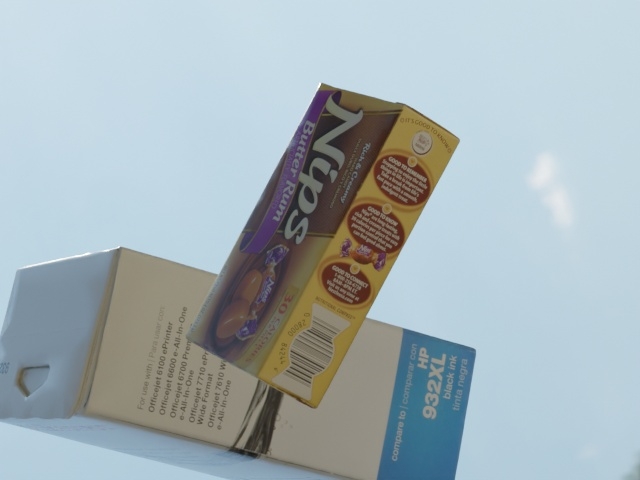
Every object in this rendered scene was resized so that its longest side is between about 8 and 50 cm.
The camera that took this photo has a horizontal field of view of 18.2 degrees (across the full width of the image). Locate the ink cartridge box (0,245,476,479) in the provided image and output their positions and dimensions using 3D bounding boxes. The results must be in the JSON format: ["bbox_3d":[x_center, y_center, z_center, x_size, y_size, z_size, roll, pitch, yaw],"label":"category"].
[{"bbox_3d":[-0.073,0.110,1.533,0.307,0.223,0.129,17,-103,-26],"label":"ink cartridge box"}]

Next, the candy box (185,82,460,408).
[{"bbox_3d":[0.000,0.000,1.230,0.053,0.109,0.187,29,-93,-30],"label":"candy box"}]
